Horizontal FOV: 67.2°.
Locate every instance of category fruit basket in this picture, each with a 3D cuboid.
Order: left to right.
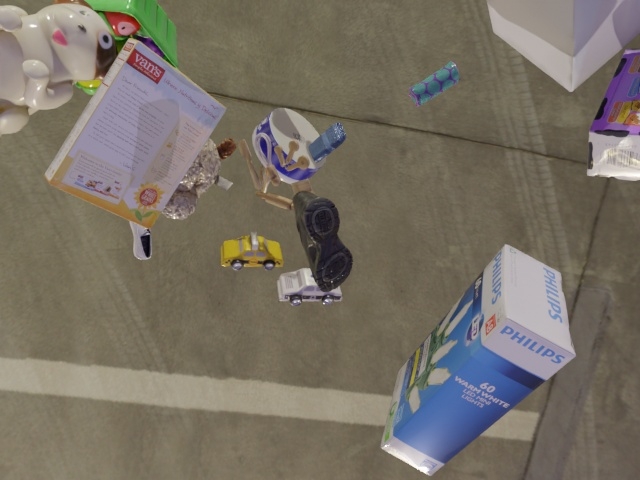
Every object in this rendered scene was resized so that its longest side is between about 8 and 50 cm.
[{"bbox_3d":[-0.700,-0.679,1.693,0.282,0.392,0.393,9,104,11],"label":"fruit basket"}]

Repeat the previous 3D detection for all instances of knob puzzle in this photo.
[{"bbox_3d":[-0.193,-0.282,1.779,0.029,0.213,0.214,3,104,-17],"label":"knob puzzle"}]

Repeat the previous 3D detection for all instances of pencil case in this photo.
[{"bbox_3d":[0.341,-0.468,1.446,0.151,0.070,0.065,-30,121,10],"label":"pencil case"}]

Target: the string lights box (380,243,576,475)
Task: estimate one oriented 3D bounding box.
[{"bbox_3d":[0.172,0.145,0.562,0.076,0.133,0.260,28,126,2],"label":"string lights box"}]

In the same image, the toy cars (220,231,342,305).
[{"bbox_3d":[-0.113,0.072,1.399,0.393,0.176,0.087,28,132,16],"label":"toy cars"}]

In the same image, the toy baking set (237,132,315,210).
[{"bbox_3d":[-0.119,-0.187,1.317,0.256,0.030,0.197,17,115,27],"label":"toy baking set"}]

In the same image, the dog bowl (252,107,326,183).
[{"bbox_3d":[-0.108,-0.339,1.728,0.265,0.265,0.104,43,128,-15],"label":"dog bowl"}]

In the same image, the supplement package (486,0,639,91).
[{"bbox_3d":[0.303,-0.321,0.526,0.203,0.194,0.149,-42,62,11],"label":"supplement package"}]

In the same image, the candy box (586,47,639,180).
[{"bbox_3d":[0.415,-0.135,0.514,0.165,0.196,0.070,-54,138,-25],"label":"candy box"}]

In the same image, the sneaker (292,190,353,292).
[{"bbox_3d":[0.000,0.000,1.196,0.108,0.130,0.287,-22,125,-19],"label":"sneaker"}]

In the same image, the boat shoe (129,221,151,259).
[{"bbox_3d":[-0.601,-0.025,1.628,0.063,0.066,0.185,6,95,33],"label":"boat shoe"}]

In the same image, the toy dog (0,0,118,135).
[{"bbox_3d":[-0.735,-0.459,1.272,0.407,0.395,0.285,-28,94,0],"label":"toy dog"}]

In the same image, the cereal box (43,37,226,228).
[{"bbox_3d":[-0.277,-0.156,0.743,0.173,0.047,0.240,33,90,-46],"label":"cereal box"}]

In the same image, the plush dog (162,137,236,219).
[{"bbox_3d":[-0.321,-0.208,1.075,0.210,0.225,0.263,-23,72,9],"label":"plush dog"}]

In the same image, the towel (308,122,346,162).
[{"bbox_3d":[0.021,-0.278,1.375,0.119,0.067,0.029,-34,148,30],"label":"towel"}]
